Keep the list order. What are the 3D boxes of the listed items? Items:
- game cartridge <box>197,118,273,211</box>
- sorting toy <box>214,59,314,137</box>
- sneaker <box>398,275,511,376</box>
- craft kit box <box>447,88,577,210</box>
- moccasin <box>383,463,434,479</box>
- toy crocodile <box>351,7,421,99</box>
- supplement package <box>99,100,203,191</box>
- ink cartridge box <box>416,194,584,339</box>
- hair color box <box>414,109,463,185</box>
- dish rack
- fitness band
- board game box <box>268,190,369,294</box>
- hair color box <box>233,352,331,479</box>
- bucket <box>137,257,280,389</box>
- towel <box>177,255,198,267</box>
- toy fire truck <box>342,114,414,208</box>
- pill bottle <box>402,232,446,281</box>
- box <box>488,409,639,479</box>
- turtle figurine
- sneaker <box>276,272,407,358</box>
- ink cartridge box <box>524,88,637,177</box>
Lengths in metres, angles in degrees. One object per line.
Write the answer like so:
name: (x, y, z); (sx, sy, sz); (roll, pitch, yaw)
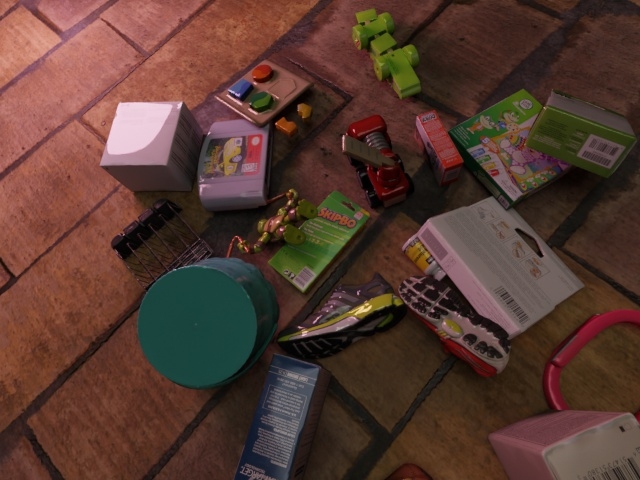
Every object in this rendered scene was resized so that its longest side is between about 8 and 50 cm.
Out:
game cartridge: (-0.234, -0.217, 1.135); (0.196, 0.060, 0.294); (-6, 61, 11)
sorting toy: (-0.135, -0.416, 1.180); (0.229, 0.041, 0.307); (-42, 60, -18)
sneaker: (0.269, 0.186, 0.890); (0.107, 0.118, 0.279); (-26, 45, -22)
craft kit box: (0.491, -0.234, 1.037); (0.247, 0.061, 0.249); (-29, 67, -11)
moccasin: (0.071, 0.575, 0.744); (0.380, 0.147, 0.139); (-36, 68, -6)
toy crocodile: (0.186, -0.545, 1.197); (0.115, 0.105, 0.340); (-27, 72, -3)
supplement package: (-0.459, -0.258, 1.149); (0.194, 0.149, 0.203); (2, 69, 9)
ink cartridge box: (0.406, 0.046, 0.936); (0.261, 0.066, 0.296); (-19, 63, -31)
hair color box: (0.298, -0.235, 1.054); (0.054, 0.093, 0.167); (-19, 67, 1)
dish rack: (-0.402, 0.028, 1.066); (0.208, 0.074, 0.271); (-44, 66, -8)
fitness band: (0.596, 0.273, 0.836); (0.291, 0.054, 0.209); (-39, 71, -6)
board game box: (0.000, 0.000, 1.040); (0.124, 0.039, 0.259); (38, 81, 20)
hair color box: (-0.082, 0.414, 0.816); (0.105, 0.174, 0.347); (12, 71, 14)
bucket: (-0.237, 0.168, 0.888); (0.282, 0.183, 0.280); (0, 90, 3)
towel: (-0.339, 0.082, 1.074); (0.060, 0.009, 0.083); (-22, 67, -1)
toy fire truck: (0.119, -0.214, 0.990); (0.159, 0.246, 0.216); (-20, 67, 0)
pill bottle: (0.253, 0.041, 0.968); (0.065, 0.065, 0.116); (-39, 69, -7)
box: (0.406, 0.366, 0.685); (0.148, 0.311, 0.121); (-24, 67, 0)
turtle figurine: (-0.107, -0.025, 1.008); (0.269, 0.087, 0.217); (-50, 25, -24)
sneaker: (0.040, 0.174, 0.942); (0.300, 0.111, 0.121); (-21, 44, 4)
ink cartridge box: (0.605, -0.263, 0.970); (0.189, 0.097, 0.255); (28, 37, 16)
